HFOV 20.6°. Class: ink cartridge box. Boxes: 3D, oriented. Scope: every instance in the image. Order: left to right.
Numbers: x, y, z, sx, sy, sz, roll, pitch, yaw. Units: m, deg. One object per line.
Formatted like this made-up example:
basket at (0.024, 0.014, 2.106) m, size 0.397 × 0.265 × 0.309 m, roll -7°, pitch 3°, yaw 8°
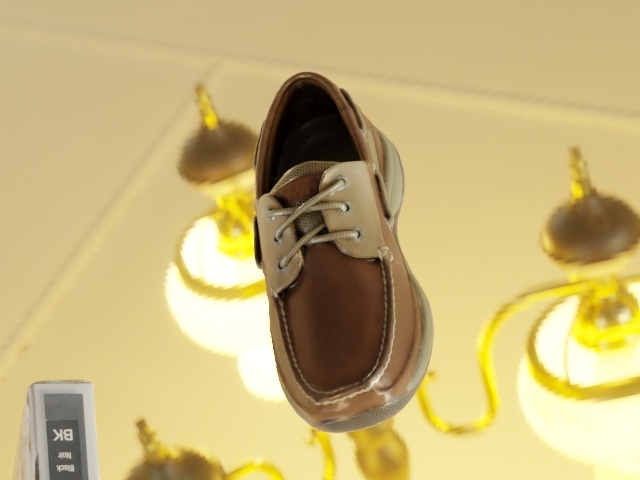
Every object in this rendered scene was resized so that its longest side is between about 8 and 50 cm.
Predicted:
ink cartridge box at (-0.158, 0.216, 1.065) m, size 0.045 × 0.206 × 0.208 m, roll -2°, pitch -115°, yaw -15°

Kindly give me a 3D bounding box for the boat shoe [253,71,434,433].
boat shoe at (0.000, 0.000, 1.258) m, size 0.123 × 0.116 × 0.324 m, roll -22°, pitch -141°, yaw 11°
